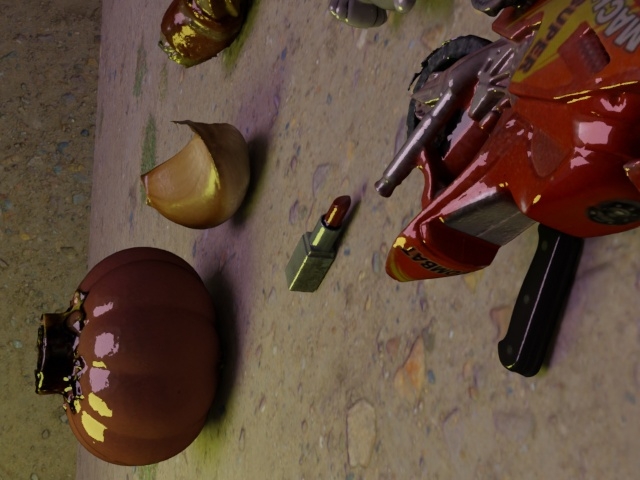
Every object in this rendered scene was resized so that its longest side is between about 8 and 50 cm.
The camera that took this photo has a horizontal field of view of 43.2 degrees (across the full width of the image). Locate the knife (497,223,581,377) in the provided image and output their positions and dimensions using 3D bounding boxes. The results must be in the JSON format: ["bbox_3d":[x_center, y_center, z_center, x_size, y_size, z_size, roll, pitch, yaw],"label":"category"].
[{"bbox_3d":[0.143,-0.039,0.488,0.072,0.019,0.245,-140,62,-65],"label":"knife"}]

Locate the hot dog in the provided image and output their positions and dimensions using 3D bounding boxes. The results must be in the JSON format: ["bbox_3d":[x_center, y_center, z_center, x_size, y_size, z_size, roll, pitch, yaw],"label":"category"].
[{"bbox_3d":[-0.155,-0.336,1.166,0.213,0.103,0.146,-31,34,51],"label":"hot dog"}]

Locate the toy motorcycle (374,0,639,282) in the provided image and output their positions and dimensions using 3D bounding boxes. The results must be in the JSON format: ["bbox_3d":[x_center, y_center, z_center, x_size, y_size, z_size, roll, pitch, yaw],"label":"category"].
[{"bbox_3d":[0.134,-0.068,0.398,0.298,0.089,0.171,-20,63,55],"label":"toy motorcycle"}]

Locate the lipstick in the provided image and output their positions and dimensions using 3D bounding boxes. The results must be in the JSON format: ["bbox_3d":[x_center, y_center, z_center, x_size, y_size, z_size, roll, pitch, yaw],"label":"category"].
[{"bbox_3d":[0.001,0.000,0.790,0.129,0.030,0.030,119,149,-42],"label":"lipstick"}]

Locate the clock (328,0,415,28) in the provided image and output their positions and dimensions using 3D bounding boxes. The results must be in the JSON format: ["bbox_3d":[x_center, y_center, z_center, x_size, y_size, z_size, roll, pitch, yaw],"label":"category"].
[{"bbox_3d":[0.060,-0.267,0.655,0.117,0.080,0.176,-161,77,-67],"label":"clock"}]

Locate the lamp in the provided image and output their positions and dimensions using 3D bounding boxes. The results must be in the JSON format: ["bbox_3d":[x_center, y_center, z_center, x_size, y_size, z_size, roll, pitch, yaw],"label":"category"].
[{"bbox_3d":[-0.269,0.158,1.116,0.305,0.240,0.305,-173,90,-66],"label":"lamp"}]

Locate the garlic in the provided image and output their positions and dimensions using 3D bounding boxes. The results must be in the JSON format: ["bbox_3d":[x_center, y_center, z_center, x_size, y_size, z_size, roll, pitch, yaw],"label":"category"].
[{"bbox_3d":[-0.143,-0.094,1.061,0.115,0.128,0.207,-46,3,-36],"label":"garlic"}]
